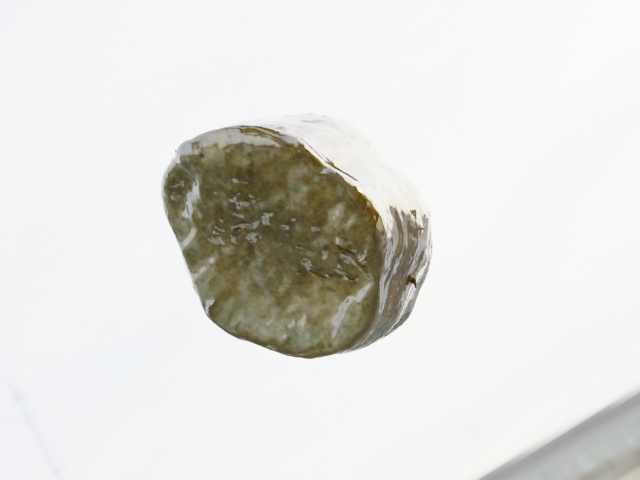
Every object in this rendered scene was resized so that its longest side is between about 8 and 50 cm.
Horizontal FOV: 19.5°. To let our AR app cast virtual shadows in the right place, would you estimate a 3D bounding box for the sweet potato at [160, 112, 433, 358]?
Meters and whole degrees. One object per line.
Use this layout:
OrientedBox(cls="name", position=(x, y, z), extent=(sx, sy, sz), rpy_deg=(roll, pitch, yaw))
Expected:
OrientedBox(cls="sweet potato", position=(0.000, 0.000, 1.215), extent=(0.158, 0.158, 0.370), rpy_deg=(-34, -8, 7))
